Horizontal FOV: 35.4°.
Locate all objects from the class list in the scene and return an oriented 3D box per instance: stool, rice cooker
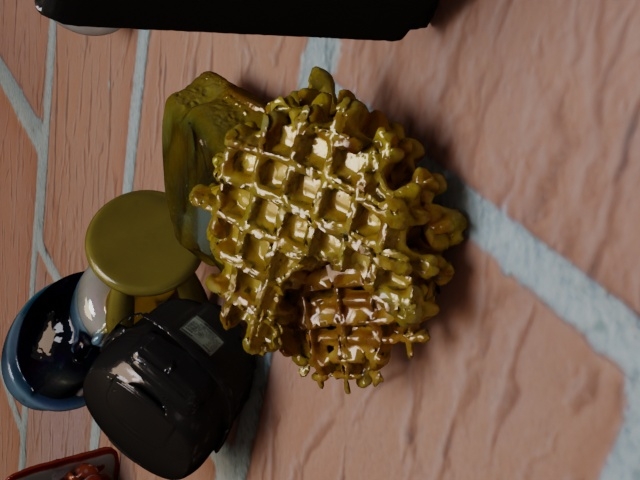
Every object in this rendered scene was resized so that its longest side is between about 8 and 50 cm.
[{"bbox_3d":[-0.167,0.023,0.969,0.135,0.134,0.110,27,151,9],"label":"stool"},{"bbox_3d":[-0.138,0.135,0.912,0.142,0.118,0.203,41,141,3],"label":"rice cooker"}]

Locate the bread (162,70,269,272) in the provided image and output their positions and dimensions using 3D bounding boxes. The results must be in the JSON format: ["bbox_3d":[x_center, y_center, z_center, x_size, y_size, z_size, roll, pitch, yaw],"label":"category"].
[{"bbox_3d":[-0.070,-0.040,0.828,0.233,0.088,0.161,41,125,51],"label":"bread"}]

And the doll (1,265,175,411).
[{"bbox_3d":[-0.270,0.107,1.151,0.314,0.141,0.177,-30,23,49],"label":"doll"}]

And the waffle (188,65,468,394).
[{"bbox_3d":[0.000,0.000,0.662,0.197,0.070,0.193,53,125,18],"label":"waffle"}]

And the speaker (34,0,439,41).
[{"bbox_3d":[-0.026,-0.252,0.546,0.184,0.254,0.232,-36,63,57],"label":"speaker"}]

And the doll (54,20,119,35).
[{"bbox_3d":[-0.282,-0.303,1.170,0.181,0.107,0.110,-133,25,-58],"label":"doll"}]

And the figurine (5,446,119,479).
[{"bbox_3d":[-0.271,0.398,1.207,0.226,0.160,0.183,34,123,45],"label":"figurine"}]
